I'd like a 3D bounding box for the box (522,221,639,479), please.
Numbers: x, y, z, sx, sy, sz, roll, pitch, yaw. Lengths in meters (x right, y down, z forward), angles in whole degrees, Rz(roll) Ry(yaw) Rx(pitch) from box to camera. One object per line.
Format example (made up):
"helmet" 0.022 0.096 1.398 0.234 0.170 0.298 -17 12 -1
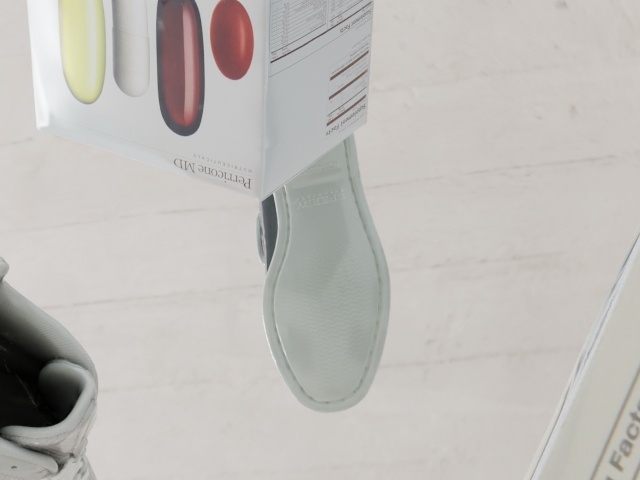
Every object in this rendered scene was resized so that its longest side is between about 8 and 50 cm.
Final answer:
"box" 0.226 0.083 0.352 0.311 0.121 0.148 26 102 19

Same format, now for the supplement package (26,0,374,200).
"supplement package" -0.080 -0.167 0.855 0.194 0.149 0.203 17 123 24

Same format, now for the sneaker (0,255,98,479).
"sneaker" -0.145 0.099 0.595 0.121 0.262 0.099 1 51 24

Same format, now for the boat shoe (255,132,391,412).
"boat shoe" 0.000 0.000 1.111 0.114 0.091 0.303 -1 80 -1
